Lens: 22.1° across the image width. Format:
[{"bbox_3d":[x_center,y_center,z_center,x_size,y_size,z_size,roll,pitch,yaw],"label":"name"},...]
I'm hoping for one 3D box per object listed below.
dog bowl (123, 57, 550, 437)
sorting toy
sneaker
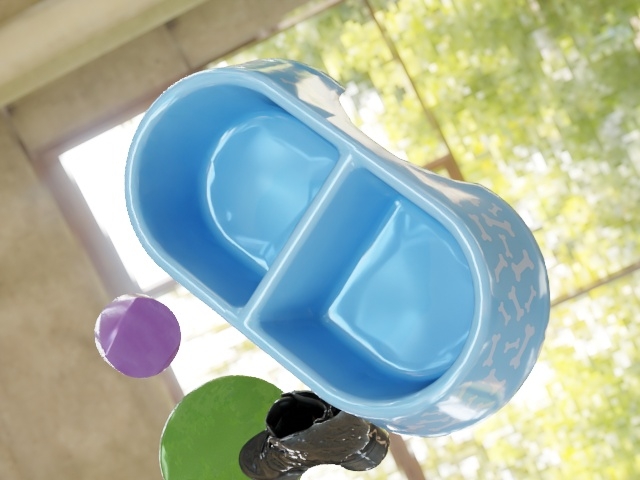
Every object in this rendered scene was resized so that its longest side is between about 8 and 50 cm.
[{"bbox_3d":[0.000,0.000,1.013,0.297,0.166,0.074,37,-168,21],"label":"dog bowl"},{"bbox_3d":[-0.074,0.188,1.413,0.365,0.127,0.126,52,168,-15],"label":"sorting toy"},{"bbox_3d":[-0.016,0.142,1.228,0.089,0.170,0.051,37,-126,-40],"label":"sneaker"}]
